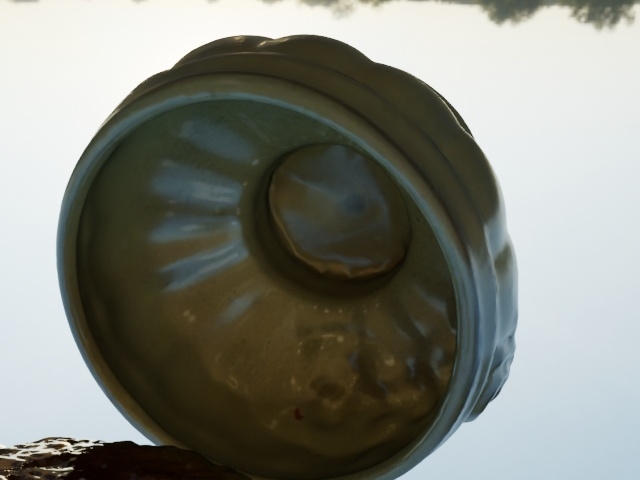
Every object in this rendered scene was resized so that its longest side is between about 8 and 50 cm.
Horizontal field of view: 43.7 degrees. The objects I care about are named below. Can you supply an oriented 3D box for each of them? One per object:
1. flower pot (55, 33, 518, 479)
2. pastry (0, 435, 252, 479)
[{"bbox_3d":[0.000,0.000,0.568,0.307,0.308,0.244,7,-155,19],"label":"flower pot"},{"bbox_3d":[-0.113,0.160,0.385,0.192,0.093,0.182,4,-175,-2],"label":"pastry"}]
